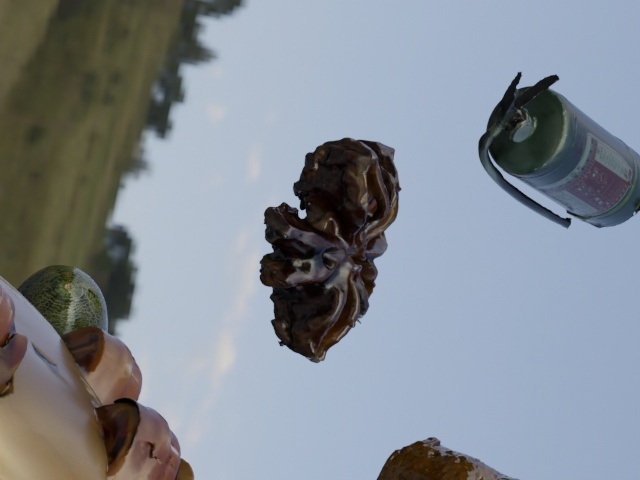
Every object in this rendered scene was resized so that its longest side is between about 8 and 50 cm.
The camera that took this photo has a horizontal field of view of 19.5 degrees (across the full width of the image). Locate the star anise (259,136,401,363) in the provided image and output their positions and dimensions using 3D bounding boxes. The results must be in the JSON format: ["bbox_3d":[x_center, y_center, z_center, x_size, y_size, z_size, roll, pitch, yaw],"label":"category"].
[{"bbox_3d":[0.000,0.000,1.765,0.190,0.126,0.220,35,76,-82],"label":"star anise"}]

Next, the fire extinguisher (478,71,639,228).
[{"bbox_3d":[0.224,-0.086,1.778,0.118,0.294,0.093,-45,-120,13],"label":"fire extinguisher"}]

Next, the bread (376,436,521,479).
[{"bbox_3d":[0.123,0.317,1.787,0.135,0.232,0.246,5,-97,46],"label":"bread"}]

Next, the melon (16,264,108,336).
[{"bbox_3d":[-0.240,0.082,1.673,0.162,0.099,0.099,118,-24,-49],"label":"melon"}]

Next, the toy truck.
[{"bbox_3d":[-0.224,0.109,1.109,0.211,0.204,0.288,-42,-152,4],"label":"toy truck"}]
